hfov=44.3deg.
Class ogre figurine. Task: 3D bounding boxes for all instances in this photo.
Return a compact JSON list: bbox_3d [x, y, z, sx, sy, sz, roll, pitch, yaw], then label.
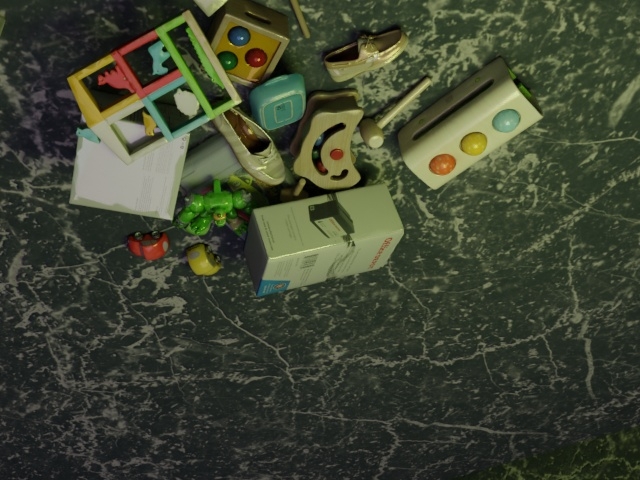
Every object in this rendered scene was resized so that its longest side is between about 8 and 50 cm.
[{"bbox_3d":[-0.221,-0.067,1.693,0.197,0.097,0.118,12,153,3],"label":"ogre figurine"}]

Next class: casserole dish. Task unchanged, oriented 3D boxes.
[{"bbox_3d":[-0.078,-0.266,1.544,0.114,0.037,0.188,-21,167,-6],"label":"casserole dish"}]

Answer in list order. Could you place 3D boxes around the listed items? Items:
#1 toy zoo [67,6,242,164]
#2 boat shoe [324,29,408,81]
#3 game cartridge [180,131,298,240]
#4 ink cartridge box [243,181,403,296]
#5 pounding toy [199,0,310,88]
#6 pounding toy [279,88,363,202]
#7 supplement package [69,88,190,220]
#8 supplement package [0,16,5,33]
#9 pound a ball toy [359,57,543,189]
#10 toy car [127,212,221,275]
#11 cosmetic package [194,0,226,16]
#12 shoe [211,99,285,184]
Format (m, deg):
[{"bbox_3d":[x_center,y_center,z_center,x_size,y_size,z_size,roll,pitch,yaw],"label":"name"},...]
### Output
[{"bbox_3d":[-0.315,-0.263,1.421,0.293,0.030,0.192,-27,118,4],"label":"toy zoo"},{"bbox_3d":[0.085,-0.362,1.509,0.170,0.063,0.059,-24,139,19],"label":"boat shoe"},{"bbox_3d":[-0.164,-0.117,1.746,0.196,0.060,0.294,-31,131,19],"label":"game cartridge"},{"bbox_3d":[0.000,0.000,1.735,0.307,0.129,0.223,-12,159,-16],"label":"ink cartridge box"},{"bbox_3d":[-0.100,-0.382,1.445,0.181,0.094,0.206,17,132,-22],"label":"pounding toy"},{"bbox_3d":[0.024,-0.167,1.635,0.154,0.155,0.270,9,131,-19],"label":"pounding toy"},{"bbox_3d":[-0.377,-0.171,1.563,0.203,0.149,0.194,9,117,-16],"label":"supplement package"},{"bbox_3d":[-0.723,-0.296,1.405,0.175,0.178,0.293,28,127,-31],"label":"supplement package"},{"bbox_3d":[0.263,-0.235,1.610,0.319,0.136,0.208,-35,130,26],"label":"pound a ball toy"},{"bbox_3d":[-0.311,-0.006,1.842,0.239,0.053,0.225,19,131,-24],"label":"toy car"},{"bbox_3d":[-0.235,-0.514,1.216,0.129,0.153,0.296,-39,125,9],"label":"cosmetic package"},{"bbox_3d":[-0.143,-0.196,1.606,0.219,0.076,0.058,48,160,-24],"label":"shoe"}]
